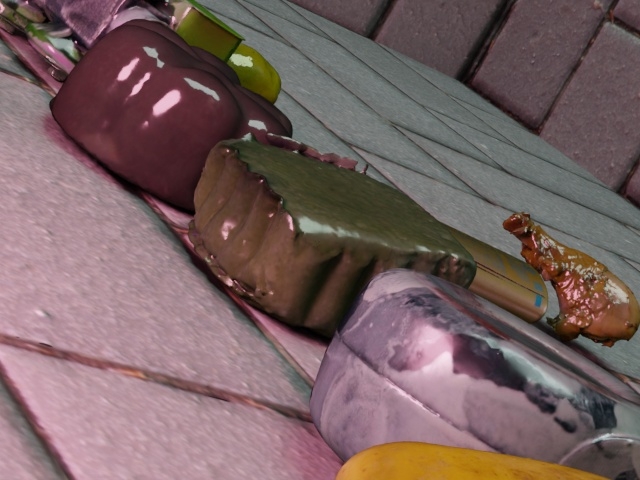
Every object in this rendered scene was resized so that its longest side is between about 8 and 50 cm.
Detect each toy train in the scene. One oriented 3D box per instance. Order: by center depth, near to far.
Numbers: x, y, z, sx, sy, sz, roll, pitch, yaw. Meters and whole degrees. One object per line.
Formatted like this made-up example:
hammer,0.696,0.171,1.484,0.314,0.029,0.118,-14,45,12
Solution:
toy train,-0.242,-0.261,1.866,0.249,0.173,0.307,29,8,-47

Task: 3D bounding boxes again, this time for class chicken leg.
chicken leg,0.290,0.050,1.914,0.207,0.101,0.085,45,3,14

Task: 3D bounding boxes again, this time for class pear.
pear,-0.116,-0.197,2.016,0.131,0.107,0.107,14,16,-12

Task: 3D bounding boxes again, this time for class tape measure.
tape measure,0.126,0.136,1.122,0.275,0.147,0.256,30,4,9

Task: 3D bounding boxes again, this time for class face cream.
face cream,0.119,0.007,1.817,0.285,0.067,0.139,25,10,-23

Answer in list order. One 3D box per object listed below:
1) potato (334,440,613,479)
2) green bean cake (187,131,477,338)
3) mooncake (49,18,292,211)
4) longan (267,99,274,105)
potato,0.142,0.204,0.923,0.300,0.140,0.173,18,8,-10
green bean cake,0.000,0.000,1.456,0.227,0.125,0.222,20,18,-32
mooncake,-0.143,-0.120,1.606,0.245,0.133,0.245,35,10,-7
longan,-0.093,-0.121,1.797,0.113,0.092,0.113,4,21,-2
